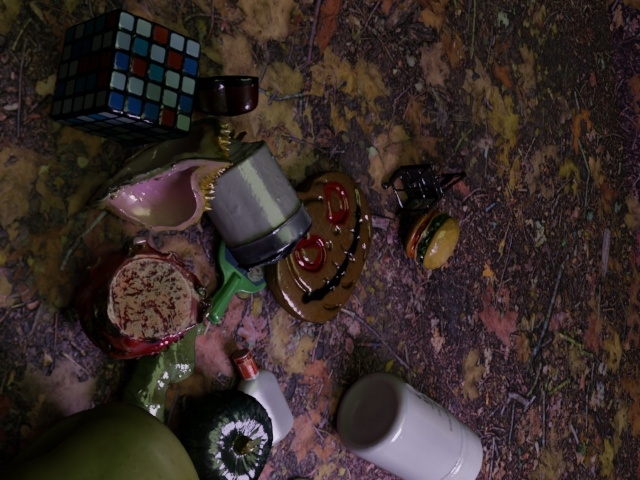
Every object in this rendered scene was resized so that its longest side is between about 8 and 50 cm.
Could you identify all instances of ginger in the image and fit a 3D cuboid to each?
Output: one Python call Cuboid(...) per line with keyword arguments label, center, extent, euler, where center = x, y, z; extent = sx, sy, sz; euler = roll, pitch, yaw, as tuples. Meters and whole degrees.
Cuboid(label="ginger", center=(-0.303, 0.256, 1.575), extent=(0.137, 0.089, 0.290), euler=(68, 39, -54))

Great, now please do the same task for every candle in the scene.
Cuboid(label="candle", center=(-0.164, -0.113, 1.641), extent=(0.187, 0.187, 0.330), euler=(-43, 110, -36))

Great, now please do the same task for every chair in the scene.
Cuboid(label="chair", center=(0.278, -0.160, 2.138), extent=(0.229, 0.106, 0.113), euler=(-45, 122, -37))

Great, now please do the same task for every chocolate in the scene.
Cuboid(label="chocolate", center=(-0.200, -0.295, 1.673), extent=(0.148, 0.125, 0.080), euler=(-5, 105, -8))

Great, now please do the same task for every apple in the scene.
Cuboid(label="apple", center=(-0.357, 0.449, 1.333), extent=(0.357, 0.357, 0.358), euler=(0, 90, -45))

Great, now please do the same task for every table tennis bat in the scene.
Cuboid(label="table tennis bat", center=(-0.174, 0.065, 1.738), extent=(0.160, 0.039, 0.257), euler=(49, 56, -31))

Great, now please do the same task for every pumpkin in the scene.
Cuboid(label="pumpkin", center=(-0.188, 0.404, 1.640), extent=(0.211, 0.152, 0.212), euler=(-5, 100, -31))

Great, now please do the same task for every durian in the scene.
Cuboid(label="durian", center=(-0.264, -0.142, 1.509), extent=(0.185, 0.305, 0.196), euler=(40, 37, -40))

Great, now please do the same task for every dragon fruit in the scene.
Cuboid(label="dragon fruit", center=(-0.312, 0.100, 1.479), extent=(0.282, 0.147, 0.211), euler=(-4, 72, -27))

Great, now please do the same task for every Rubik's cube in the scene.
Cuboid(label="Rubik's cube", center=(-0.343, -0.284, 1.462), extent=(0.184, 0.187, 0.182), euler=(16, 78, -46))

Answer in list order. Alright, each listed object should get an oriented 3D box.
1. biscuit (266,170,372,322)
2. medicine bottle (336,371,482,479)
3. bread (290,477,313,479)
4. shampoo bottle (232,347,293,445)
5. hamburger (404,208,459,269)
Cuboid(label="biscuit", center=(0.001, 0.000, 1.875), extent=(0.314, 0.063, 0.368), euler=(50, 55, -38))
Cuboid(label="medicine bottle", center=(0.226, 0.482, 2.014), extent=(0.371, 0.211, 0.211), euler=(37, 65, -39))
Cuboid(label="bread", center=(-0.053, 0.599, 1.858), extent=(0.192, 0.036, 0.112), euler=(-17, 101, -44))
Cuboid(label="shampoo bottle", center=(-0.132, 0.335, 1.766), extent=(0.108, 0.051, 0.221), euler=(-36, 115, -36))
Cuboid(label="hamburger", center=(0.290, -0.006, 2.120), extent=(0.162, 0.115, 0.162), euler=(-46, 155, -30))
